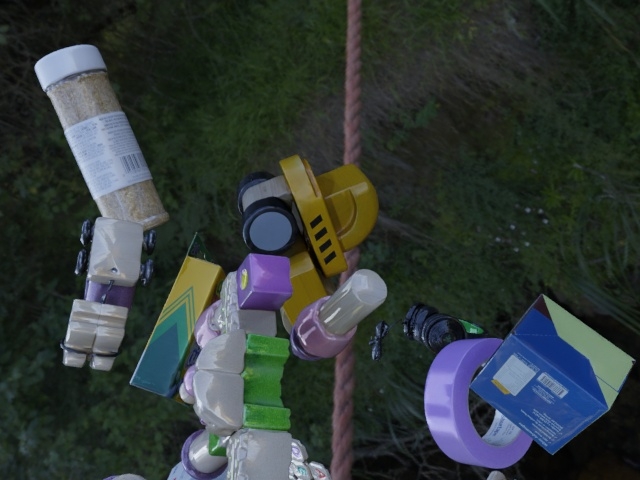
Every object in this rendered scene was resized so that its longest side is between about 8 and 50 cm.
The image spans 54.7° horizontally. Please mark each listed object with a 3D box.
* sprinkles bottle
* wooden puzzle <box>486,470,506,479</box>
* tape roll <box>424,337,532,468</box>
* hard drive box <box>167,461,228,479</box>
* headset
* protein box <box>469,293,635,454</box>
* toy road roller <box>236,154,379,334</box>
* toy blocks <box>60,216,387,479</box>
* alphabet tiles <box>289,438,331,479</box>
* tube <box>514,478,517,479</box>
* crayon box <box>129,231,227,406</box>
[{"bbox_3d":[-0.409,-0.179,1.171,0.121,0.355,0.121,-21,7,3],"label":"sprinkles bottle"},{"bbox_3d":[0.442,0.746,1.622,0.044,0.239,0.221,12,55,47],"label":"wooden puzzle"},{"bbox_3d":[0.361,0.357,1.376,0.090,0.274,0.275,-17,51,54],"label":"tape roll"},{"bbox_3d":[-0.242,0.516,1.390,0.232,0.089,0.181,-43,7,5],"label":"hard drive box"},{"bbox_3d":[0.343,0.304,1.954,0.243,0.394,0.185,23,102,62],"label":"headset"},{"bbox_3d":[0.425,0.252,1.160,0.136,0.200,0.201,-38,-23,-36],"label":"protein box"},{"bbox_3d":[0.000,0.000,1.143,0.240,0.330,0.202,-22,26,-1],"label":"toy road roller"},{"bbox_3d":[-0.109,0.177,0.619,0.260,0.308,0.289,131,144,-51],"label":"toy blocks"},{"bbox_3d":[-0.053,0.658,1.665,0.278,0.021,0.284,-7,104,49],"label":"alphabet tiles"},{"bbox_3d":[0.522,0.633,1.413,0.052,0.207,0.080,-40,-22,-4],"label":"tube"},{"bbox_3d":[-0.266,0.171,1.293,0.203,0.083,0.323,86,-158,-70],"label":"crayon box"}]
